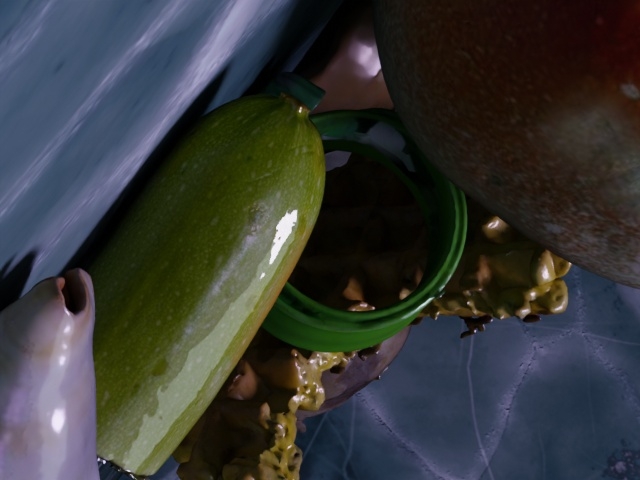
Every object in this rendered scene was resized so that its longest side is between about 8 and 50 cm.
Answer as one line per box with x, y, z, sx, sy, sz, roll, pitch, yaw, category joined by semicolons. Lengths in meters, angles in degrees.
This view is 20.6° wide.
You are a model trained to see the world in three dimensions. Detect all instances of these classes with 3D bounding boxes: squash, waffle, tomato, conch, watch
-0.059;0.014;0.835;0.188;0.095;0.095;-52;178;3;squash
0.007;0.041;1.103;0.293;0.069;0.260;-33;-145;-7;waffle
0.169;-0.118;0.945;0.239;0.303;0.303;-40;-176;27;tomato
-0.136;0.078;0.728;0.104;0.094;0.176;-30;135;-49;conch
-0.008;0.002;0.986;0.165;0.152;0.131;-53;180;-18;watch

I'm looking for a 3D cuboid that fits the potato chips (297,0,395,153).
0.035;-0.119;1.170;0.195;0.062;0.208;-54;177;-26;potato chips

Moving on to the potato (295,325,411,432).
-0.031;0.060;1.303;0.262;0.165;0.165;-40;-175;32;potato

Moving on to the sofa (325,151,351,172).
0.114;-0.116;1.362;0.225;0.176;0.210;-52;178;11;sofa
